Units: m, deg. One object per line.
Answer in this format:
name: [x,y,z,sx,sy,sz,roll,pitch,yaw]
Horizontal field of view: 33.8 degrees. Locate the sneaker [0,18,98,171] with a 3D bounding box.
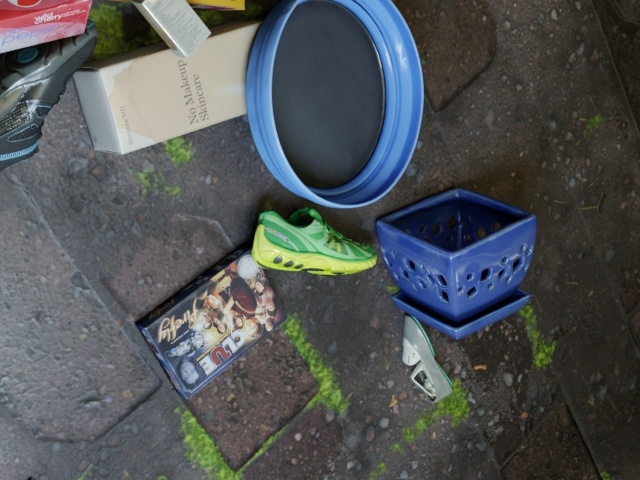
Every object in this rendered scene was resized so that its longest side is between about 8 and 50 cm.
sneaker: [-0.463,-0.208,1.595,0.341,0.125,0.139,-47,144,-17]

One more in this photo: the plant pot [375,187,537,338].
plant pot: [0.271,0.049,2.074,0.236,0.236,0.212,-22,118,-29]

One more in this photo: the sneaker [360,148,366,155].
sneaker: [0.057,-0.230,1.963,0.229,0.086,0.132,-42,115,-33]

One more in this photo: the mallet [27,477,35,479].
mallet: [-0.428,0.465,1.786,0.190,0.039,0.062,36,81,-29]

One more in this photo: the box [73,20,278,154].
box: [-0.230,-0.254,1.724,0.311,0.121,0.148,-25,112,-29]

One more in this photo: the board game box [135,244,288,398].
board game box: [-0.189,0.143,1.881,0.243,0.042,0.165,-38,119,-23]

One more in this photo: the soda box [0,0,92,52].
soda box: [-0.460,-0.317,1.478,0.263,0.092,0.083,-21,76,-28]

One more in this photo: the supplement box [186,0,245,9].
supplement box: [-0.227,-0.472,1.678,0.191,0.129,0.194,-2,100,-35]

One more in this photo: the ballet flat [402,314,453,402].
ballet flat: [0.207,0.250,2.163,0.068,0.072,0.213,-35,117,-12]

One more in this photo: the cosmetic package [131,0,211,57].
cosmetic package: [-0.226,-0.340,1.602,0.060,0.041,0.115,-48,127,-13]

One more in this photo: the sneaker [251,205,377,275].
sneaker: [0.000,0.000,1.937,0.296,0.109,0.123,9,77,-46]

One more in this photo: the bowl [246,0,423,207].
bowl: [0.028,-0.251,1.806,0.391,0.077,0.391,-6,98,-46]
